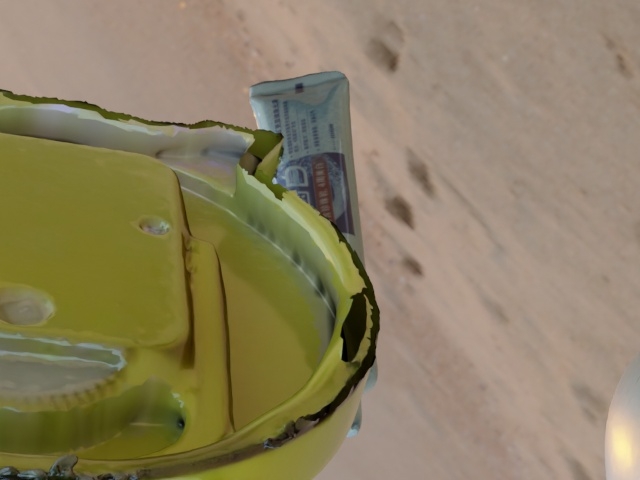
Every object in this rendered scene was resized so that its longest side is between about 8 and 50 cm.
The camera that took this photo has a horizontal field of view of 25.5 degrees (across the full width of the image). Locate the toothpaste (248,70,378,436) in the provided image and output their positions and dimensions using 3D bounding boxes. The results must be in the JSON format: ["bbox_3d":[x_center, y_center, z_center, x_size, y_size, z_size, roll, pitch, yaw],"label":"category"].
[{"bbox_3d":[0.000,0.000,0.770,0.038,0.060,0.233,63,-164,-56],"label":"toothpaste"}]

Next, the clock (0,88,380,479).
[{"bbox_3d":[-0.118,0.024,0.561,0.277,0.071,0.293,11,-153,-7],"label":"clock"}]

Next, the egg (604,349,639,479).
[{"bbox_3d":[0.228,0.118,0.645,0.183,0.183,0.264,54,176,-26],"label":"egg"}]
